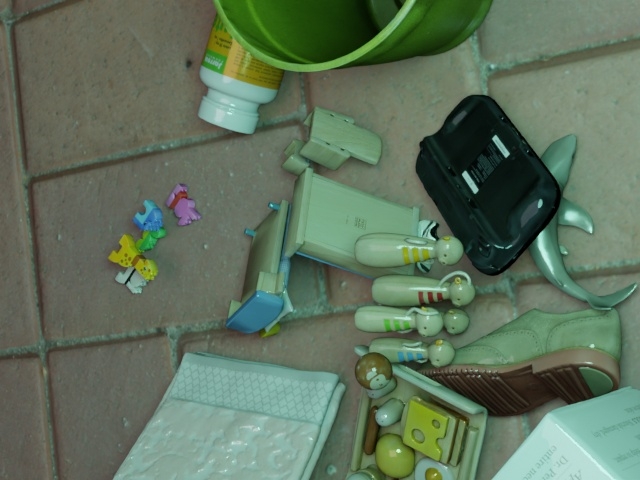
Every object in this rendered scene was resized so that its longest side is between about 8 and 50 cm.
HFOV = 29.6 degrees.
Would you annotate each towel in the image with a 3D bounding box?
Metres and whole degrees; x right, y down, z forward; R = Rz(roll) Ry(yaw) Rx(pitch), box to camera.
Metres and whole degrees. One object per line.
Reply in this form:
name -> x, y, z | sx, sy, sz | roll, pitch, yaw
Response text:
towel -> -0.155, 0.333, 1.973 | 0.331, 0.053, 0.317 | 5, 54, 31

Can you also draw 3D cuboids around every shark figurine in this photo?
shark figurine -> 0.325, -0.002, 1.735 | 0.166, 0.116, 0.278 | -29, 65, 32

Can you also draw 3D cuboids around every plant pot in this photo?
plant pot -> 0.084, -0.408, 1.756 | 0.366, 0.353, 0.367 | 0, 90, 32

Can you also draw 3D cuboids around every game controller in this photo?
game controller -> 0.237, -0.089, 1.757 | 0.166, 0.067, 0.319 | -43, 37, 15

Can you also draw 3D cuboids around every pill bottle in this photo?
pill bottle -> -0.122, -0.309, 2.008 | 0.136, 0.136, 0.246 | 25, 103, 29

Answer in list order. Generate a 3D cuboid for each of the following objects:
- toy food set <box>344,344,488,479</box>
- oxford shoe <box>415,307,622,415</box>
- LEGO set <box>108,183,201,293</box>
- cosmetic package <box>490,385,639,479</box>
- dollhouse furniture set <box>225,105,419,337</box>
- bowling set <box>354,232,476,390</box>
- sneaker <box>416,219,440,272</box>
toy food set -> 0.122, 0.332, 1.846 | 0.219, 0.092, 0.306 | 25, 122, 30
oxford shoe -> 0.294, 0.174, 1.789 | 0.348, 0.123, 0.130 | -10, 46, 39
LEGO set -> -0.298, 0.015, 2.147 | 0.093, 0.087, 0.227 | 46, 113, 24
cosmetic package -> 0.390, 0.449, 1.545 | 0.394, 0.327, 0.329 | 47, 113, 24
dollhouse furniture set -> 0.000, 0.000, 1.974 | 0.303, 0.198, 0.286 | -44, 32, 52
bowling set -> 0.140, 0.131, 1.739 | 0.154, 0.287, 0.200 | 1, 63, 19
sneaker -> 0.169, 0.009, 1.890 | 0.037, 0.032, 0.083 | -2, 90, 32
